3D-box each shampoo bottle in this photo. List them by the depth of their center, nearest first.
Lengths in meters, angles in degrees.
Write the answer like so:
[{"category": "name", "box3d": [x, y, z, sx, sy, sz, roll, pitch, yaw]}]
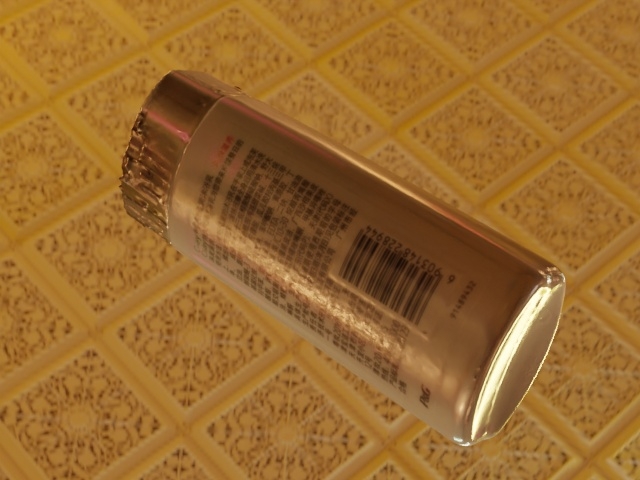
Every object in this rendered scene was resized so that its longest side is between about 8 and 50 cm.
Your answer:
[{"category": "shampoo bottle", "box3d": [0.000, 0.000, 0.551, 0.227, 0.086, 0.056, 31, -160, 33]}]
